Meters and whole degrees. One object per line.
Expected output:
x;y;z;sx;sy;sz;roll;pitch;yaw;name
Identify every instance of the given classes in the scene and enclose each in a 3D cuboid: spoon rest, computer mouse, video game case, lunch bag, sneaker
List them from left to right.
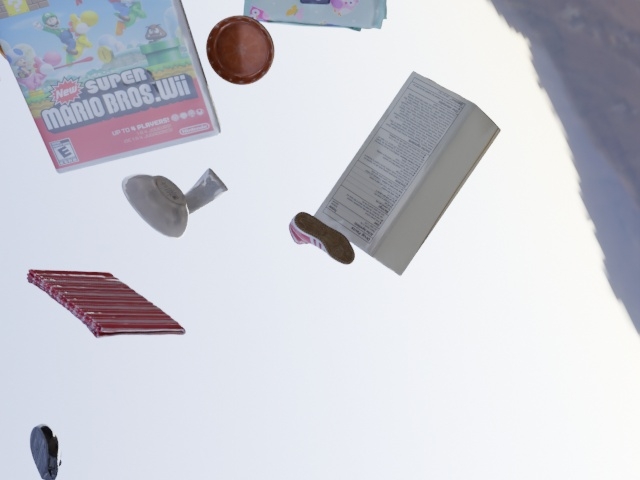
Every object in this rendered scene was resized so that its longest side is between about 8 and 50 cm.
-0.433;0.392;2.114;0.041;0.071;0.242;2;-146;-32;computer mouse
-0.243;-0.210;1.417;0.025;0.204;0.285;-101;-3;-48;video game case
-0.253;-0.065;2.177;0.137;0.084;0.276;49;-159;7;spoon rest
-0.007;-0.445;1.889;0.160;0.223;0.262;173;99;-85;lunch bag
0.000;0.000;2.027;0.118;0.042;0.067;39;162;-7;sneaker

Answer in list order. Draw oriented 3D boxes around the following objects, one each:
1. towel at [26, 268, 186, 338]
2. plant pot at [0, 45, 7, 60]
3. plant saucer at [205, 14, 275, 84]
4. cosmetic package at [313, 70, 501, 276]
-0.403;0.117;2.370;0.198;0.031;0.275;3;-160;-44;towel
-0.395;-0.375;2.017;0.188;0.205;0.205;-14;-103;-53;plant pot
-0.094;-0.226;1.508;0.083;0.083;0.013;60;-160;-12;plant saucer
0.148;-0.115;2.173;0.160;0.309;0.113;36;-178;39;cosmetic package
